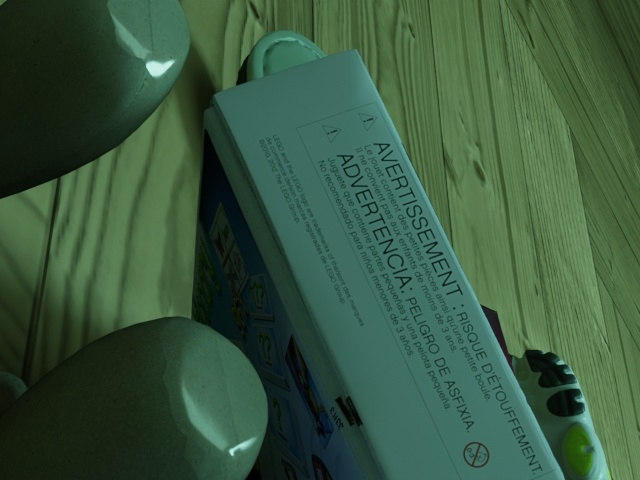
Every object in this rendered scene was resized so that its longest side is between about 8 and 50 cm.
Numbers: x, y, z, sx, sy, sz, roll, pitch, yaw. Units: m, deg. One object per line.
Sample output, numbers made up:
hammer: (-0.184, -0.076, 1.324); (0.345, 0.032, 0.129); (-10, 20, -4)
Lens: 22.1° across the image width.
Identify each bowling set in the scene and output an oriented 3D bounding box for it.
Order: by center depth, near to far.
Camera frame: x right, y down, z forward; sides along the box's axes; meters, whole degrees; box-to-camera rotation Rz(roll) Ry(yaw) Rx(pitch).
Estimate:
bowling set: (-0.145, -0.044, 0.438); (0.200, 0.154, 0.287); (19, 53, -45)

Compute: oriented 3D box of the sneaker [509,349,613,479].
sneaker: (0.174, 0.206, 1.128); (0.118, 0.107, 0.279); (60, 20, -46)

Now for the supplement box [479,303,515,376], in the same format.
supplement box: (0.090, 0.156, 0.975); (0.130, 0.073, 0.239); (24, 48, -66)

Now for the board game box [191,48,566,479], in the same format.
board game box: (0.012, 0.091, 0.572); (0.305, 0.053, 0.193); (104, -36, -67)

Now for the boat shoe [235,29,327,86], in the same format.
boat shoe: (0.000, 0.000, 0.889); (0.081, 0.068, 0.228); (-17, 85, -37)
